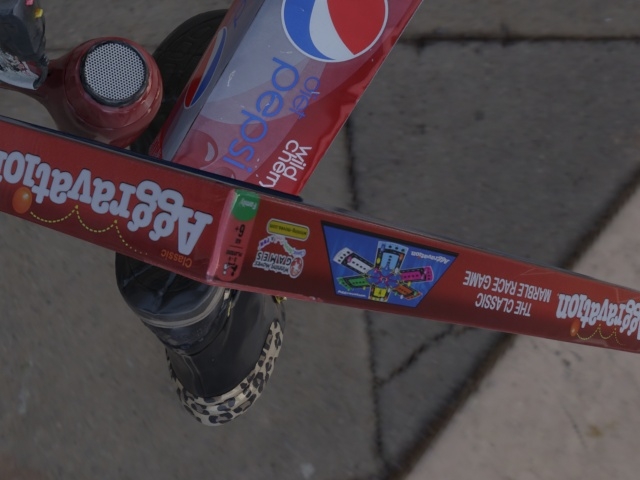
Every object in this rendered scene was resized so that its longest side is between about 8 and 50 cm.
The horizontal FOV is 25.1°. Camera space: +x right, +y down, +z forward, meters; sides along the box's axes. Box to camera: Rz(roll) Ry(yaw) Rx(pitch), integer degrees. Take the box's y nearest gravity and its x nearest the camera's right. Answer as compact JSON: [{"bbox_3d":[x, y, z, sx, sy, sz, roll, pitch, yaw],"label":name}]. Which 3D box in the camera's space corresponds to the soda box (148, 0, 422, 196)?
[{"bbox_3d":[-0.015,-0.124,0.927,0.092,0.083,0.263,25,117,-19],"label":"soda box"}]

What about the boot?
[{"bbox_3d":[-0.106,-0.020,1.476,0.138,0.284,0.377,0,56,7],"label":"boot"}]

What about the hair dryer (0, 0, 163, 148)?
[{"bbox_3d":[-0.223,-0.138,1.083,0.080,0.224,0.293,-65,149,-14],"label":"hair dryer"}]

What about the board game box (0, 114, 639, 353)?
[{"bbox_3d":[0.000,0.000,0.486,0.281,0.145,0.027,13,94,-55],"label":"board game box"}]
